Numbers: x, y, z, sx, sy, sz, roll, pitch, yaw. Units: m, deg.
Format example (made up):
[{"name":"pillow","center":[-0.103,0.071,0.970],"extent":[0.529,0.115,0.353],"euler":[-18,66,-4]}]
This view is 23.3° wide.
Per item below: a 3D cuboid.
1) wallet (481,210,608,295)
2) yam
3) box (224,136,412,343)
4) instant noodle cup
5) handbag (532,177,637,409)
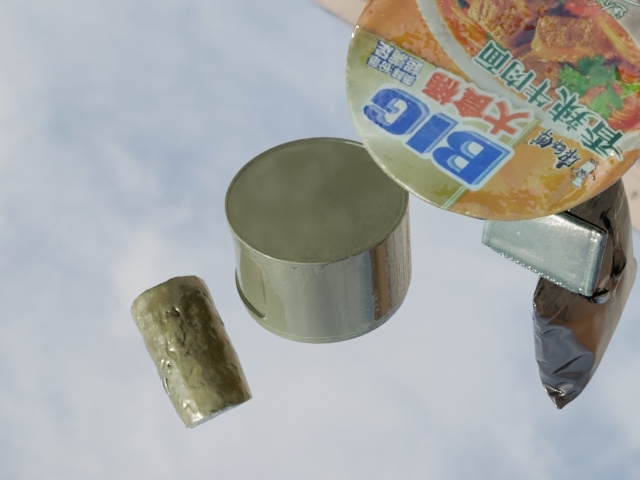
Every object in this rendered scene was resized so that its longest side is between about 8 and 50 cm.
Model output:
[{"name":"wallet","center":[0.224,-0.003,1.552],"extent":[0.129,0.088,0.026],"euler":[27,-135,24]},{"name":"yam","center":[-0.161,0.148,1.973],"extent":[0.107,0.107,0.194],"euler":[-3,-122,-44]},{"name":"box","center":[0.000,0.000,1.927],"extent":[0.226,0.149,0.226],"euler":[-3,-136,3]},{"name":"instant noodle cup","center":[0.176,-0.194,1.436],"extent":[0.296,0.296,0.214],"euler":[27,-146,-9]},{"name":"handbag","center":[0.325,0.048,1.892],"extent":[0.088,0.211,0.254],"euler":[13,-126,30]}]
